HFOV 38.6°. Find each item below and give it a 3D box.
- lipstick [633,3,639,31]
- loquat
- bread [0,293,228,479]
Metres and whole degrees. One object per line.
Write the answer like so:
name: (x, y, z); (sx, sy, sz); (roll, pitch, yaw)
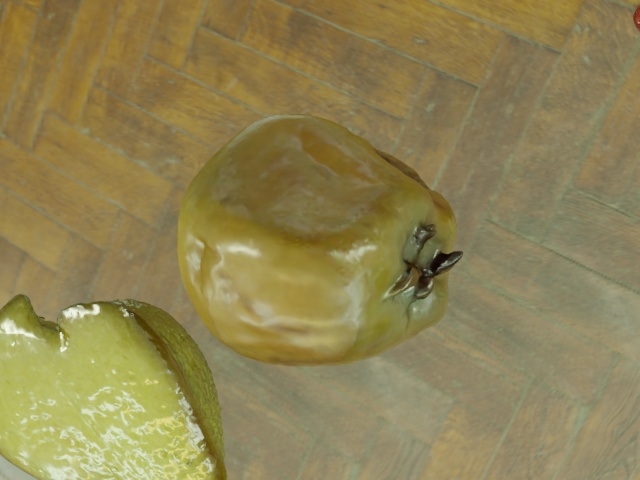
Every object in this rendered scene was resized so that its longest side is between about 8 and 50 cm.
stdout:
lipstick: (0.371, -0.287, 0.777); (0.073, 0.073, 0.280); (46, 137, 20)
loquat: (0.000, 0.000, 0.436); (0.137, 0.137, 0.113); (19, 117, 26)
bread: (-0.123, 0.105, 0.531); (0.149, 0.065, 0.188); (-10, 117, 19)
